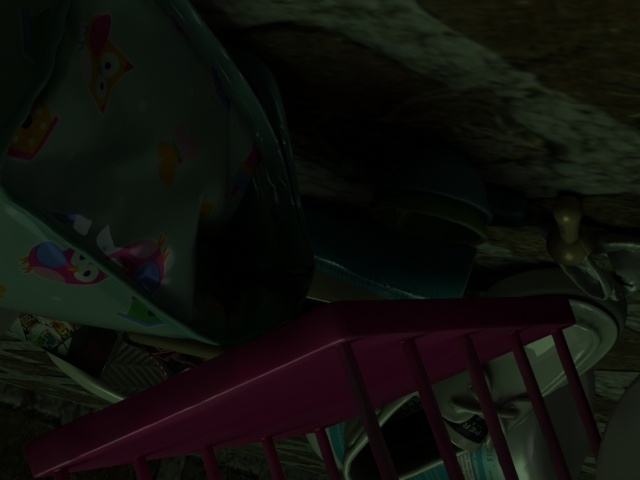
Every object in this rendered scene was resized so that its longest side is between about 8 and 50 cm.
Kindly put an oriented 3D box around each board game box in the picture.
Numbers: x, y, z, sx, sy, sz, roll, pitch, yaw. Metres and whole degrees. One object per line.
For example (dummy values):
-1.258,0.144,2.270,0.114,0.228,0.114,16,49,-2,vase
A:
-0.187,0.014,1.119,0.136,0.030,0.259,33,150,-2,board game box

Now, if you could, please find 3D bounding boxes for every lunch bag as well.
-0.144,-0.040,0.777,0.223,0.160,0.262,5,160,30,lunch bag

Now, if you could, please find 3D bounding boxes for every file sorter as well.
0.027,0.151,0.873,0.202,0.182,0.291,-25,166,27,file sorter

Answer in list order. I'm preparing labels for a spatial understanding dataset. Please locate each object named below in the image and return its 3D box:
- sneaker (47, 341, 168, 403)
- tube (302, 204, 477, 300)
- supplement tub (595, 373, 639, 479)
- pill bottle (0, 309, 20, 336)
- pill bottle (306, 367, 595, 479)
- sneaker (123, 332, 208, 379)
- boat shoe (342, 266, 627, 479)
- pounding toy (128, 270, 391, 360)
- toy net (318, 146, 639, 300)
-0.115,0.129,1.563,0.350,0.131,0.148,17,163,-20,sneaker
0.000,0.000,1.070,0.207,0.052,0.080,17,168,5,tube
0.283,0.137,0.931,0.191,0.191,0.272,6,179,29,supplement tub
-0.273,-0.028,0.988,0.208,0.117,0.117,31,168,3,pill bottle
0.085,0.130,1.326,0.264,0.146,0.146,6,166,29,pill bottle
-0.120,0.095,1.305,0.119,0.057,0.047,8,169,37,sneaker
0.108,0.108,1.137,0.096,0.088,0.267,40,133,-24,boat shoe
-0.036,0.045,1.110,0.181,0.094,0.206,14,-178,-7,pounding toy
0.111,-0.002,0.939,0.232,0.045,0.122,21,165,-33,toy net
